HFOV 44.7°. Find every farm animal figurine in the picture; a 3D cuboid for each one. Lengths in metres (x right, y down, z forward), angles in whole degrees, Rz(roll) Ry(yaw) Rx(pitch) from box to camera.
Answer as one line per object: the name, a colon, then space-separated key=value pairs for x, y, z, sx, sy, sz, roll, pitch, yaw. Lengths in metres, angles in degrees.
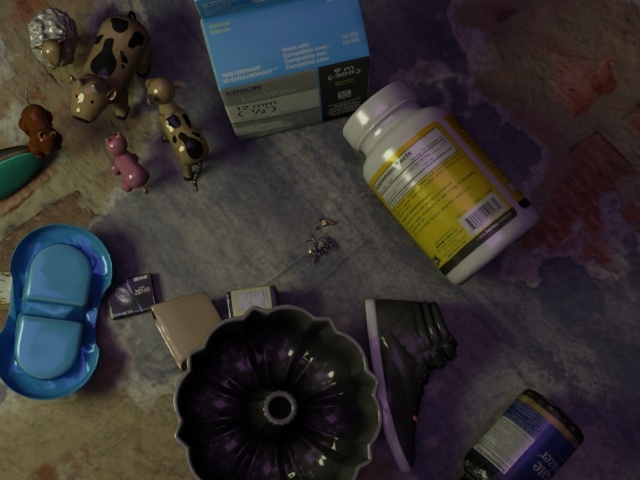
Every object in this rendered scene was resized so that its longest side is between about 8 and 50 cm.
farm animal figurine: x=-0.355 y=-0.258 z=1.360 sx=0.331 sy=0.172 sz=0.326 roll=4 pitch=71 yaw=-11

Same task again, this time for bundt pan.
bundt pan: x=-0.072 y=0.274 z=1.259 sx=0.331 sy=0.124 sz=0.330 roll=3 pitch=74 yaw=-10

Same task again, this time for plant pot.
plant pot: x=-0.221 y=0.148 z=1.336 sx=0.096 sy=0.109 sz=0.109 roll=-27 pitch=79 yaw=-16

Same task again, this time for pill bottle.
pill bottle: x=0.195 y=-0.104 z=1.329 sx=0.188 sy=0.188 sz=0.334 roll=-38 pitch=80 yaw=-6
pill bottle: x=0.312 y=0.360 z=1.268 sx=0.123 sy=0.123 sz=0.219 roll=43 pitch=83 yaw=9

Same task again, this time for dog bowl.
dog bowl: x=-0.457 y=0.121 z=1.337 sx=0.166 sy=0.074 sz=0.297 roll=10 pitch=79 yaw=-18

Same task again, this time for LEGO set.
LEGO set: x=-0.002 y=-0.002 z=1.396 sx=0.054 sy=0.023 sz=0.083 roll=-2 pitch=79 yaw=1

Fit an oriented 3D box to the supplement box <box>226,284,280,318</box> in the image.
supplement box: x=-0.113 y=0.115 z=1.345 sx=0.083 sy=0.083 sz=0.056 roll=-8 pitch=79 yaw=0

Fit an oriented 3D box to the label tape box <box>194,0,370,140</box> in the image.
label tape box: x=-0.050 y=-0.295 z=1.290 sx=0.249 sy=0.347 sz=0.115 roll=-13 pitch=79 yaw=-1

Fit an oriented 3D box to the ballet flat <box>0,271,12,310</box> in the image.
ballet flat: x=-0.584 y=0.086 z=1.371 sx=0.206 sy=0.067 sz=0.073 roll=-2 pitch=78 yaw=1

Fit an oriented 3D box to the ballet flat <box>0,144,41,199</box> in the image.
ballet flat: x=-0.633 y=-0.090 z=1.398 sx=0.280 sy=0.095 sz=0.096 roll=-44 pitch=67 yaw=-7

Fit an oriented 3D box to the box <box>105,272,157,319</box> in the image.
box: x=-0.336 y=0.099 z=1.387 sx=0.083 sy=0.018 sz=0.067 roll=-13 pitch=79 yaw=-1

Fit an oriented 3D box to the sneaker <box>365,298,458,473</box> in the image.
sneaker: x=0.165 y=0.232 z=1.304 sx=0.147 sy=0.104 sz=0.295 roll=-9 pitch=74 yaw=5
